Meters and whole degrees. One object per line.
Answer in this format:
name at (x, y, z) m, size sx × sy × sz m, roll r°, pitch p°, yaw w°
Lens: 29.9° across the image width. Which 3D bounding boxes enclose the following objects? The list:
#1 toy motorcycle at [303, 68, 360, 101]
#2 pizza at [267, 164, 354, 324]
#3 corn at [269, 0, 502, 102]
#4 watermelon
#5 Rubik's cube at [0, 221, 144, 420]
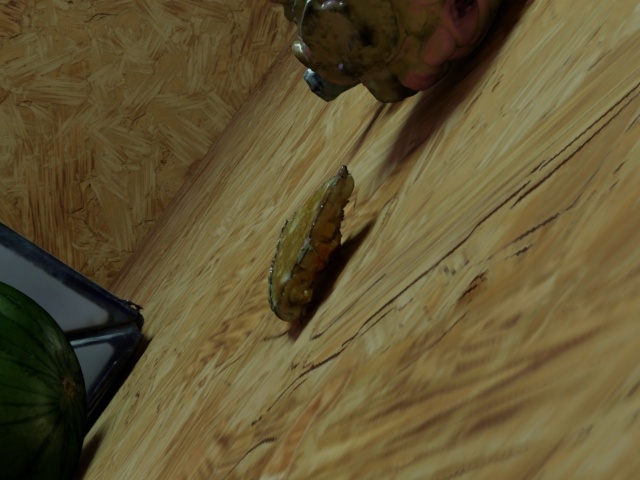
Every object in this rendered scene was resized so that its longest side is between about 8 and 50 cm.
toy motorcycle at (0.051, -0.161, 0.809) m, size 0.124 × 0.061 × 0.193 m, roll -32°, pitch 17°, yaw 52°
pizza at (0.000, 0.001, 0.584) m, size 0.078 × 0.025 × 0.083 m, roll -55°, pitch 14°, yaw 25°
corn at (0.081, -0.208, 0.690) m, size 0.126 × 0.126 × 0.335 m, roll -43°, pitch 10°, yaw 50°
watermelon at (-0.311, 0.143, 0.970) m, size 0.242 × 0.242 × 0.242 m, roll -52°, pitch 9°, yaw 12°
Rubik's cube at (-0.385, 0.126, 1.235) m, size 0.305 × 0.310 × 0.307 m, roll -58°, pitch 10°, yaw -7°
